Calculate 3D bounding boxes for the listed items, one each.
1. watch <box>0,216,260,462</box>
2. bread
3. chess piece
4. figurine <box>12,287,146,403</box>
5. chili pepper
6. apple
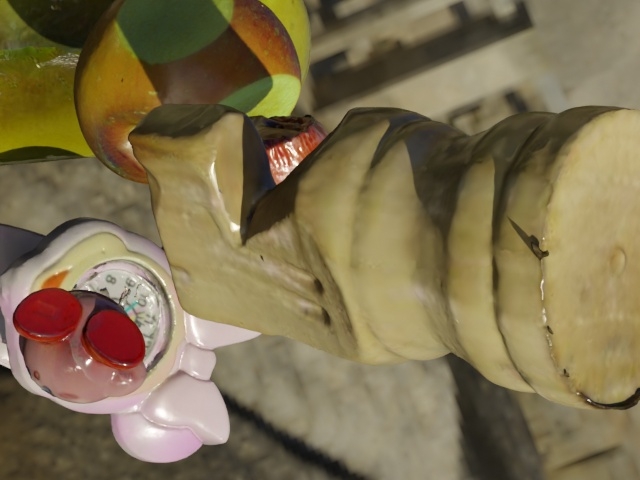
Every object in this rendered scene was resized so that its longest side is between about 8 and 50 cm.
[{"bbox_3d":[-0.205,0.067,1.768,0.248,0.217,0.211,27,78,-31],"label":"watch"},{"bbox_3d":[-0.197,-0.204,1.813,0.208,0.377,0.251,55,31,-78],"label":"bread"},{"bbox_3d":[0.026,0.000,0.969,0.137,0.301,0.137,-5,96,-48],"label":"chess piece"},{"bbox_3d":[-0.138,0.063,1.161,0.083,0.067,0.071,32,-34,9],"label":"figurine"},{"bbox_3d":[0.000,0.000,1.240,0.192,0.084,0.086,63,29,-24],"label":"chili pepper"},{"bbox_3d":[-0.104,-0.113,1.482,0.147,0.163,0.146,-53,154,-33],"label":"apple"}]
